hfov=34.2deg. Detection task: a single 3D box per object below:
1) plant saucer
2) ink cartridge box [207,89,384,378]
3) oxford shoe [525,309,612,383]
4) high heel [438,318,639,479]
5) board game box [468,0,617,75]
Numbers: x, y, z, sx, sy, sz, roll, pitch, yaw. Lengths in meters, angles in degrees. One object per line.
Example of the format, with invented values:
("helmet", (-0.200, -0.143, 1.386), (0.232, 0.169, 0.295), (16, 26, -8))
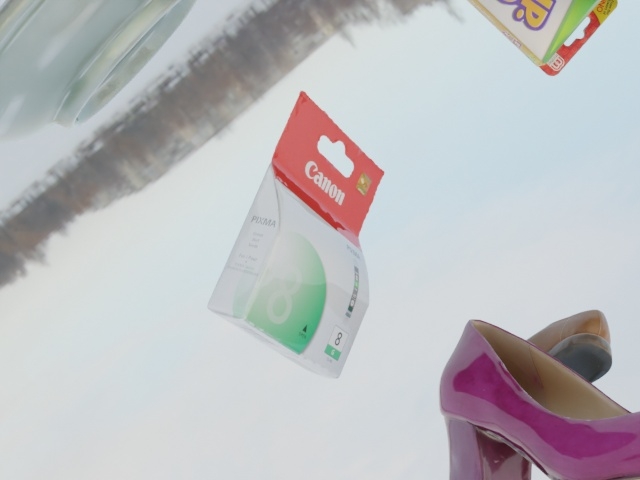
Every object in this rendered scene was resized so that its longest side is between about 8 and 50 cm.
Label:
("plant saucer", (-0.228, -0.227, 1.099), (0.400, 0.100, 0.400), (-47, -173, 8))
("ink cartridge box", (0.000, 0.000, 0.992), (0.056, 0.181, 0.225), (16, -104, 36))
("oxford shoe", (0.241, 0.142, 1.170), (0.212, 0.076, 0.076), (-34, -156, 38))
("high heel", (0.223, 0.122, 0.857), (0.377, 0.127, 0.181), (-20, -120, 52))
("board game box", (0.215, -0.315, 1.183), (0.124, 0.259, 0.039), (-49, -170, 0))
